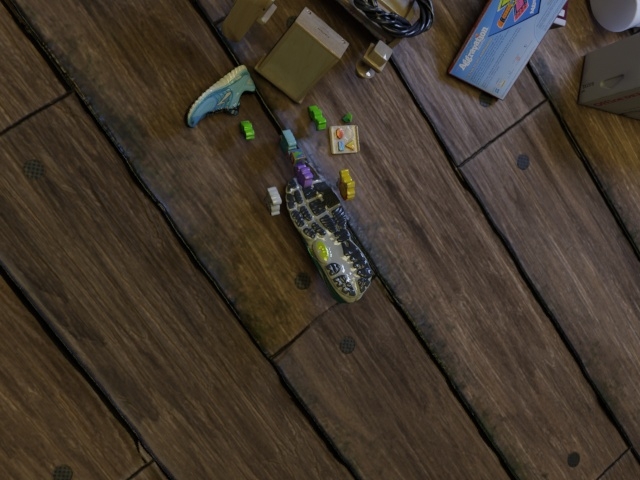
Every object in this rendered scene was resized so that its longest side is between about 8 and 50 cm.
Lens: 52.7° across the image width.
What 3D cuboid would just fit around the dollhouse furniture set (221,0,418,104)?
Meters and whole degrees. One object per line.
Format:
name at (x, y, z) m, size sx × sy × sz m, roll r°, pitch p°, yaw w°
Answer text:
dollhouse furniture set at (0.008, -0.470, 1.292) m, size 0.303 × 0.174 × 0.355 m, roll 36°, pitch 57°, yaw -15°

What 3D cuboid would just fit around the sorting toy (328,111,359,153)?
sorting toy at (0.048, -0.221, 1.328) m, size 0.062 × 0.012 × 0.083 m, roll -6°, pitch 93°, yaw -17°

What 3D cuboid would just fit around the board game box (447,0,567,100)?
board game box at (0.400, -0.449, 1.354) m, size 0.145 × 0.027 × 0.281 m, roll 22°, pitch 116°, yaw -17°

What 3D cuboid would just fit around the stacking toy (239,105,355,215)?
stacking toy at (-0.048, -0.157, 1.250) m, size 0.167 × 0.052 × 0.221 m, roll -14°, pitch 64°, yaw -19°

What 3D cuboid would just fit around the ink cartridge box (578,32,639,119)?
ink cartridge box at (0.779, -0.352, 1.443) m, size 0.307 × 0.223 × 0.129 m, roll 9°, pitch 87°, yaw -17°

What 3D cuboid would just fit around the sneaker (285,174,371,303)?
sneaker at (0.000, 0.000, 1.269) m, size 0.107 × 0.110 × 0.275 m, roll -19°, pitch 78°, yaw -21°

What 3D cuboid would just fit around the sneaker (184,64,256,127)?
sneaker at (-0.188, -0.263, 1.229) m, size 0.162 × 0.063 × 0.073 m, roll -41°, pitch 105°, yaw -12°

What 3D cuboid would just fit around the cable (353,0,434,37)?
cable at (0.143, -0.459, 1.234) m, size 0.184 × 0.047 × 0.150 m, roll 32°, pitch 58°, yaw -18°

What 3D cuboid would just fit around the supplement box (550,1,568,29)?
supplement box at (0.479, -0.594, 1.404) m, size 0.130 × 0.073 × 0.239 m, roll 5°, pitch 96°, yaw -27°

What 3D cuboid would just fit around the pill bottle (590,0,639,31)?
pill bottle at (0.769, -0.585, 1.469) m, size 0.283 × 0.161 × 0.161 m, roll -26°, pitch 98°, yaw -15°
